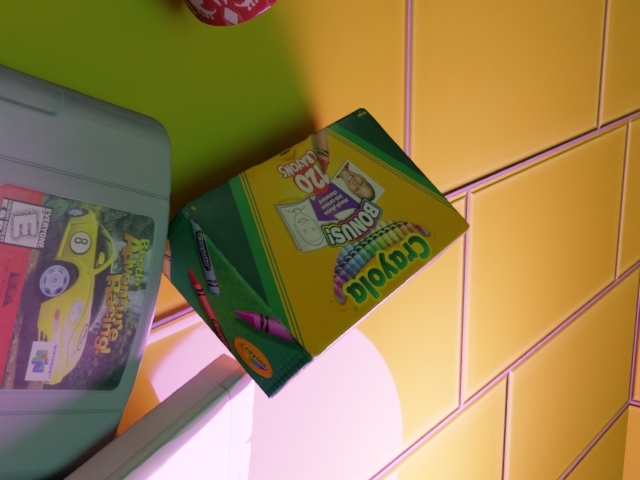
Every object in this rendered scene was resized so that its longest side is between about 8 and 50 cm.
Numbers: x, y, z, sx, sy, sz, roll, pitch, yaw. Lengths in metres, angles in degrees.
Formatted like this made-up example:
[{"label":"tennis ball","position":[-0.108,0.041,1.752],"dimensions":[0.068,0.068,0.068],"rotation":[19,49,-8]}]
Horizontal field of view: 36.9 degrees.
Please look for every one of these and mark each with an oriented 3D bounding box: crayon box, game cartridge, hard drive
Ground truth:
[{"label":"crayon box","position":[0.000,0.000,0.882],"dimensions":[0.278,0.165,0.081],"rotation":[-35,172,-46]},{"label":"game cartridge","position":[-0.202,0.036,0.704],"dimensions":[0.196,0.060,0.294],"rotation":[13,89,-60]},{"label":"hard drive","position":[-0.180,0.271,0.761],"dimensions":[0.353,0.047,0.232],"rotation":[-36,143,-45]}]

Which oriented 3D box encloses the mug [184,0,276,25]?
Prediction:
[{"label":"mug","position":[-0.085,-0.269,0.737],"dimensions":[0.150,0.113,0.169],"rotation":[-61,145,-22]}]
